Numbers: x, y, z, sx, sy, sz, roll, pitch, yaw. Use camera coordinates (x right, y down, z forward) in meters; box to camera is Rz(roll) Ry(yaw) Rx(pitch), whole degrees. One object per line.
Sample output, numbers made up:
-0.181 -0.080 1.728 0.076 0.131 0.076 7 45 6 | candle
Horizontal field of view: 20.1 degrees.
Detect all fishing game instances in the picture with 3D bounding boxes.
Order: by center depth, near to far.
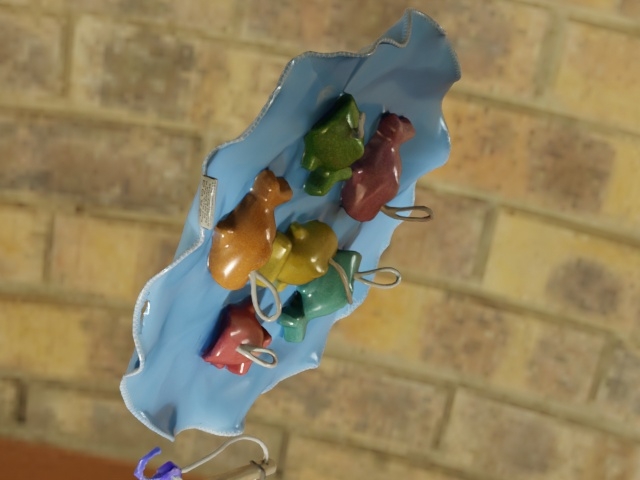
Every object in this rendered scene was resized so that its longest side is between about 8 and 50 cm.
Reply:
0.000 0.000 0.666 0.041 0.264 0.189 34 -165 22 | fishing game
